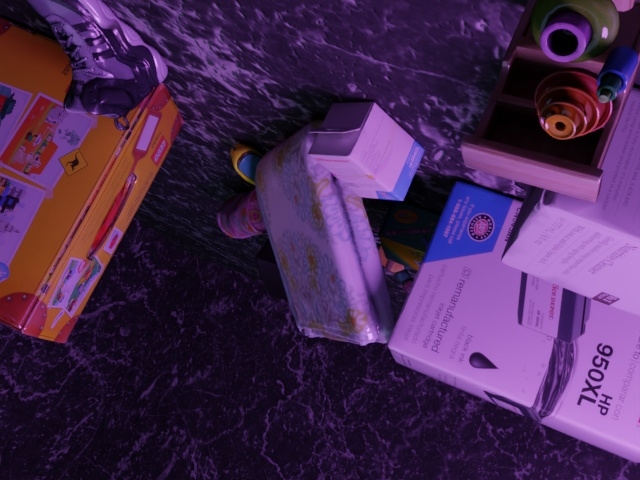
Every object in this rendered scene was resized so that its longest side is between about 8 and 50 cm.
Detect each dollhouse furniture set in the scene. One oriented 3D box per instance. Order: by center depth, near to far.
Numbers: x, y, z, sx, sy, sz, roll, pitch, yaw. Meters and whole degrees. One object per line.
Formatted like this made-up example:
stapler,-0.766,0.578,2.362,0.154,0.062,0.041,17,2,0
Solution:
dollhouse furniture set,0.164,-0.155,0.445,0.212,0.160,0.242,20,168,24

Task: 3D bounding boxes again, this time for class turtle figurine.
turtle figurine,0.160,0.044,1.493,0.234,0.118,0.175,35,130,24

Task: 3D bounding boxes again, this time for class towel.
towel,0.000,0.000,1.173,0.090,0.374,0.320,-18,-177,-23

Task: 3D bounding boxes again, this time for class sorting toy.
sorting toy,0.153,-0.099,0.402,0.061,0.042,0.102,12,141,34

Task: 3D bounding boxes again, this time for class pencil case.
pencil case,-0.168,-0.065,1.656,0.124,0.124,0.284,29,167,-20

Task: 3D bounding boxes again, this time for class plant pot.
plant pot,-0.070,0.058,1.898,0.188,0.188,0.167,16,153,38

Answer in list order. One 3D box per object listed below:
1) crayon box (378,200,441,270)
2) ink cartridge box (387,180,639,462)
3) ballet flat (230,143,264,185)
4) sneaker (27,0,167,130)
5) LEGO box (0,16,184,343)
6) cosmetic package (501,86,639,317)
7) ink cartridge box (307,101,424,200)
crayon box,0.258,0.026,1.270,0.279,0.081,0.165,21,168,16
ink cartridge box,0.340,0.118,1.000,0.395,0.285,0.166,20,167,17
ballet flat,-0.104,-0.129,1.387,0.231,0.077,0.077,39,-177,-43
sneaker,-0.362,-0.277,1.008,0.101,0.153,0.269,14,164,43
LEGO box,-0.549,-0.117,1.251,0.373,0.500,0.193,24,168,7
cosmetic package,0.407,0.004,0.678,0.385,0.156,0.217,23,167,11
ink cartridge box,0.061,-0.131,0.950,0.092,0.089,0.143,11,161,49
